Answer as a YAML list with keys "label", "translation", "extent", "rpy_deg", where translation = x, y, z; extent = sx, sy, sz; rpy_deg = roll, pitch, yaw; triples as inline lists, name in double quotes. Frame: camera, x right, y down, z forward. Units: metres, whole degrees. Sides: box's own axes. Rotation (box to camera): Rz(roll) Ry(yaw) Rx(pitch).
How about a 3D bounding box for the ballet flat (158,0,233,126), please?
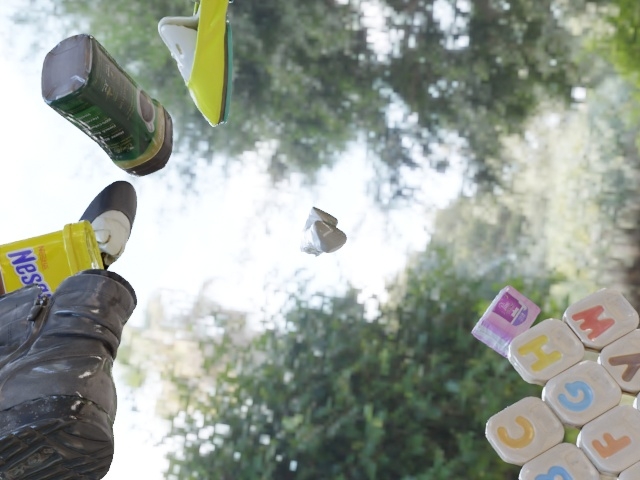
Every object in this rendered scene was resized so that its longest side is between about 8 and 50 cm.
- label: "ballet flat"
  translation: [-0.114, -0.222, 1.158]
  extent: [0.077, 0.077, 0.231]
  rpy_deg: [-113, 30, -62]

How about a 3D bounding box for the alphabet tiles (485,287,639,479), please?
- label: "alphabet tiles"
  translation: [0.314, 0.176, 1.177]
  extent: [0.278, 0.284, 0.021]
  rpy_deg: [-26, -30, -17]

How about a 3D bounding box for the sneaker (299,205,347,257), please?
- label: "sneaker"
  translation: [0.000, 0.000, 1.712]
  extent: [0.061, 0.054, 0.152]
  rpy_deg: [-60, 10, 10]

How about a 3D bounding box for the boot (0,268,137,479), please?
- label: "boot"
  translation: [-0.329, 0.152, 1.119]
  extent: [0.222, 0.338, 0.118]
  rpy_deg: [-95, -10, -53]

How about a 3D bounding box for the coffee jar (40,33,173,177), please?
- label: "coffee jar"
  translation: [-0.248, -0.155, 1.448]
  extent: [0.184, 0.079, 0.096]
  rpy_deg: [46, -148, -49]

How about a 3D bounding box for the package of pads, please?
- label: "package of pads"
  translation: [0.208, 0.091, 1.365]
  extent: [0.083, 0.050, 0.032]
  rpy_deg: [-45, -10, -49]

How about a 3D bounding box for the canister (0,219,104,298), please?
- label: "canister"
  translation: [-0.321, 0.058, 1.320]
  extent: [0.073, 0.170, 0.126]
  rpy_deg: [96, 160, -89]

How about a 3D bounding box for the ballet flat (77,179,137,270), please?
- label: "ballet flat"
  translation: [-0.267, 0.021, 1.429]
  extent: [0.203, 0.074, 0.074]
  rpy_deg: [-56, -25, -11]
